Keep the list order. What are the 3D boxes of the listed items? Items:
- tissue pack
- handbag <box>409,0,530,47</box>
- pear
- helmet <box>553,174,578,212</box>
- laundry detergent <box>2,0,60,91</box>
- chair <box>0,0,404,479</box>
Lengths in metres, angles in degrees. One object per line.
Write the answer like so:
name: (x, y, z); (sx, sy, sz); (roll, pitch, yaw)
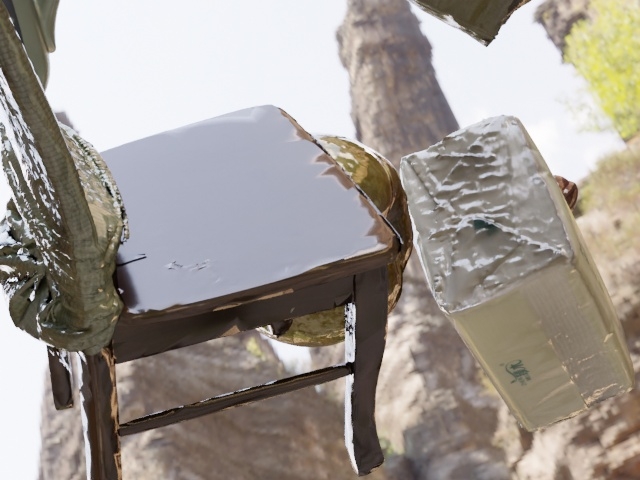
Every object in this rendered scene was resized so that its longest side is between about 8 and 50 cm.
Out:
tissue pack: (0.280, 0.050, 1.580); (0.207, 0.297, 0.380); (-24, -42, 13)
handbag: (0.176, -0.394, 1.304); (0.316, 0.253, 0.109); (-53, 1, -16)
pear: (0.000, 0.000, 0.865); (0.136, 0.167, 0.167); (0, -32, 24)
helmet: (0.388, -0.074, 1.823); (0.057, 0.111, 0.089); (-17, -58, 40)
laundry detergent: (-0.346, -0.284, 1.079); (0.214, 0.105, 0.281); (6, -82, -23)
chair: (-0.073, -0.019, 0.537); (0.186, 0.160, 0.319); (-15, -52, -18)
